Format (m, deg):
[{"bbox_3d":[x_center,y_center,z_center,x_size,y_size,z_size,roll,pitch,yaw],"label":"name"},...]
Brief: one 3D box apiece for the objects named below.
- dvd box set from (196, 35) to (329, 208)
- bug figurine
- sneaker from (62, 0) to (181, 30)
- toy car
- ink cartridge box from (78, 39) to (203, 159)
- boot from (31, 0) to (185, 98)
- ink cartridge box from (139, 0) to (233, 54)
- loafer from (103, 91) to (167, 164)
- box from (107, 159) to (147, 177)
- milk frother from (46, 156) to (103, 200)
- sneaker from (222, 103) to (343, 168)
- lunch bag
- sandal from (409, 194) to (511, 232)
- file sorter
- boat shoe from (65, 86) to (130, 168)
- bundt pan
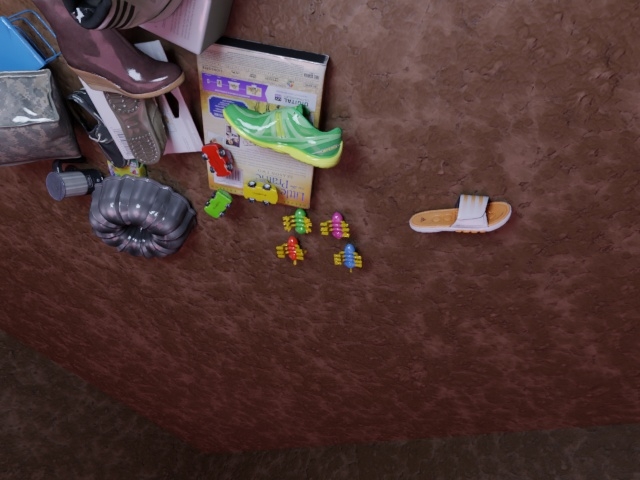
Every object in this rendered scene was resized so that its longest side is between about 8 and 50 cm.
[{"bbox_3d":[-0.152,-0.286,1.079,0.307,0.062,0.421,12,134,4],"label":"dvd box set"},{"bbox_3d":[0.000,0.000,1.299,0.278,0.072,0.216,8,128,15],"label":"bug figurine"},{"bbox_3d":[-0.222,-0.461,0.578,0.169,0.258,0.447,39,127,-21],"label":"sneaker"},{"bbox_3d":[-0.254,-0.146,1.157,0.239,0.053,0.225,36,131,-17],"label":"toy car"},{"bbox_3d":[-0.461,-0.365,1.087,0.260,0.066,0.296,-2,132,13],"label":"ink cartridge box"},{"bbox_3d":[-0.423,-0.399,0.841,0.248,0.090,0.207,3,146,8],"label":"boot"},{"bbox_3d":[-0.351,-0.587,0.780,0.384,0.160,0.279,24,133,-8],"label":"ink cartridge box"},{"bbox_3d":[-0.450,-0.325,1.018,0.101,0.092,0.269,-4,116,4],"label":"loafer"},{"bbox_3d":[-0.599,-0.194,1.303,0.105,0.043,0.179,14,137,2],"label":"box"},{"bbox_3d":[-0.789,-0.185,1.298,0.143,0.134,0.129,-24,91,29],"label":"milk frother"},{"bbox_3d":[-0.083,-0.269,0.982,0.295,0.109,0.124,20,108,0],"label":"sneaker"},{"bbox_3d":[-0.795,-0.299,1.045,0.286,0.169,0.235,-13,172,-19],"label":"lunch bag"},{"bbox_3d":[0.365,-0.075,1.107,0.265,0.102,0.076,-6,133,23],"label":"sandal"},{"bbox_3d":[-0.753,-0.475,1.037,0.170,0.105,0.118,-15,127,28],"label":"file sorter"},{"bbox_3d":[-0.624,-0.303,1.165,0.083,0.079,0.233,-9,122,16],"label":"boat shoe"},{"bbox_3d":[-0.574,-0.051,1.324,0.330,0.124,0.331,2,145,1],"label":"bundt pan"}]
